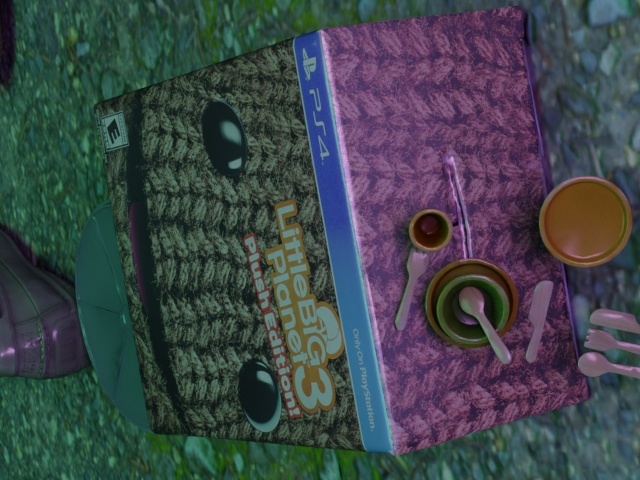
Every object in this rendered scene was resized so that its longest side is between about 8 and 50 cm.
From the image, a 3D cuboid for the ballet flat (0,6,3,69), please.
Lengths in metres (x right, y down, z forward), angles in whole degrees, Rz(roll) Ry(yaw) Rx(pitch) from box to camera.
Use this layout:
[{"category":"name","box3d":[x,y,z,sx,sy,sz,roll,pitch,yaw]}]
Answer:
[{"category":"ballet flat","box3d":[-0.332,-0.264,1.510,0.084,0.058,0.250,1,107,35]}]

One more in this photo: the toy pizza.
[{"category":"toy pizza","box3d":[-0.147,0.062,1.336,0.201,0.032,0.201,24,120,51]}]

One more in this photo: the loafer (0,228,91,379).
[{"category":"loafer","box3d":[-0.331,0.055,1.539,0.319,0.111,0.112,20,116,53]}]

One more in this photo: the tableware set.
[{"category":"tableware set","box3d":[0.118,0.016,0.822,0.024,0.154,0.104,-79,1,-79]}]

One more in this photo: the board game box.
[{"category":"board game box","box3d":[0.000,0.000,0.992,0.291,0.141,0.232,-8,92,57]}]
